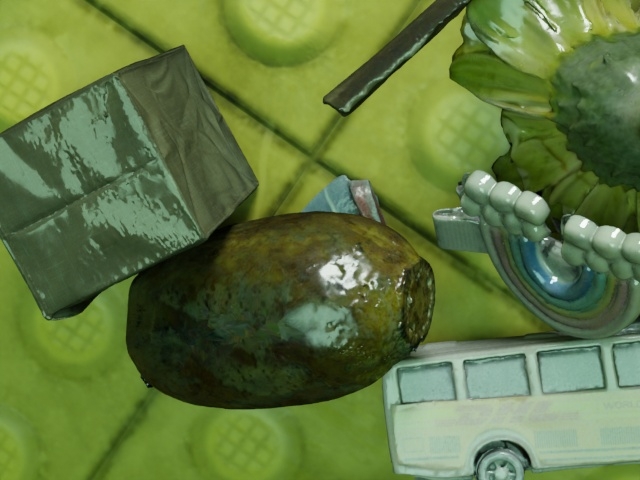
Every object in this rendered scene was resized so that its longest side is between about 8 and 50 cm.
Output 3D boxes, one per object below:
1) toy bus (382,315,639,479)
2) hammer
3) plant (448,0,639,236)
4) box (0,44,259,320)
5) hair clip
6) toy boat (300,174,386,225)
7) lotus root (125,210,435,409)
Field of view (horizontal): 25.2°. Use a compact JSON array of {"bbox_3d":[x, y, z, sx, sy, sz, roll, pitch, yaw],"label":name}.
[{"bbox_3d":[0.227,0.138,1.230,0.342,0.097,0.138,-8,93,12],"label":"toy bus"},{"bbox_3d":[0.118,-0.201,1.115,0.297,0.125,0.027,-44,126,4],"label":"hammer"},{"bbox_3d":[0.250,-0.077,1.129,0.306,0.297,0.261,11,130,-1],"label":"plant"},{"bbox_3d":[-0.164,-0.053,1.179,0.149,0.231,0.155,-26,97,13],"label":"box"},{"bbox_3d":[0.186,0.011,1.165,0.220,0.054,0.140,27,144,37],"label":"hair clip"},{"bbox_3d":[-0.001,0.000,1.267,0.122,0.034,0.096,-19,92,14],"label":"toy boat"},{"bbox_3d":[-0.040,0.059,1.203,0.275,0.152,0.160,-8,89,25],"label":"lotus root"}]
